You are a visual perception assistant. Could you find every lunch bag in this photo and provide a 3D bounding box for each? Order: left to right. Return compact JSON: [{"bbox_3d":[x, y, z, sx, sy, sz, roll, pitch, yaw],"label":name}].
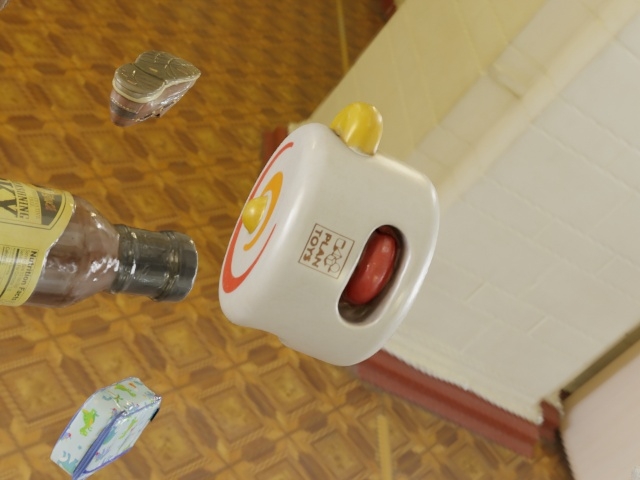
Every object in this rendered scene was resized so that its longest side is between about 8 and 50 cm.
[{"bbox_3d":[-0.408,0.361,1.721,0.090,0.176,0.219,38,9,10],"label":"lunch bag"}]

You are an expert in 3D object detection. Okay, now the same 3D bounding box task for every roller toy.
[{"bbox_3d":[0.000,0.000,0.791,0.146,0.209,0.191,24,48,-17],"label":"roller toy"}]

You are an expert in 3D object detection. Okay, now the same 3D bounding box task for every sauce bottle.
[{"bbox_3d":[-0.271,0.002,0.778,0.344,0.111,0.111,11,42,-40],"label":"sauce bottle"}]

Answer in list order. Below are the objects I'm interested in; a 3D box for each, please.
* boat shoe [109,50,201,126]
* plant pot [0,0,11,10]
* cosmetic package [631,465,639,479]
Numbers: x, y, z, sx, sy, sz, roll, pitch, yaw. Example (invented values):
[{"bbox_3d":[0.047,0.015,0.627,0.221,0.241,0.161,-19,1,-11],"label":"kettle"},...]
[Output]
[{"bbox_3d":[-0.198,-0.178,1.054,0.064,0.060,0.178,31,26,3],"label":"boat shoe"},{"bbox_3d":[-0.113,-0.209,0.381,0.165,0.167,0.167,-37,78,-24],"label":"plant pot"},{"bbox_3d":[0.248,0.169,0.439,0.231,0.085,0.117,10,76,-39],"label":"cosmetic package"}]
